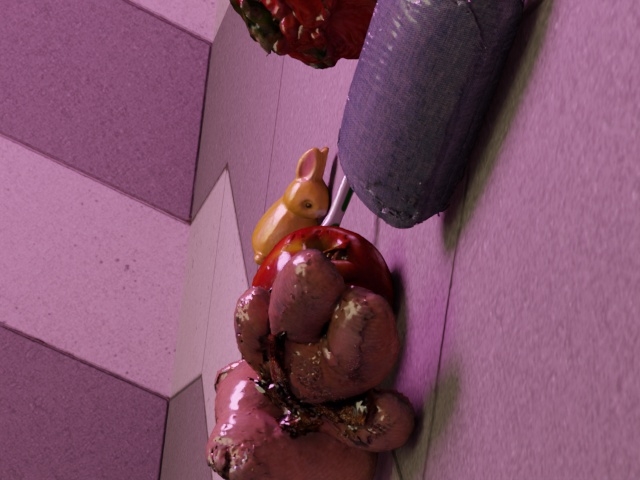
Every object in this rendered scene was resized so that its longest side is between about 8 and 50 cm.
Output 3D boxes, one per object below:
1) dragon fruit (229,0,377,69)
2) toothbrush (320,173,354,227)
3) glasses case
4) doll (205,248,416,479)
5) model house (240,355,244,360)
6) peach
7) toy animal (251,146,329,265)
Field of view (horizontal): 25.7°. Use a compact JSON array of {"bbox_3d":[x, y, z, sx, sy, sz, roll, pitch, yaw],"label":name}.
[{"bbox_3d":[0.021,-0.273,1.266,0.274,0.193,0.192,-62,9,-16],"label":"dragon fruit"},{"bbox_3d":[-0.001,-0.001,1.411,0.303,0.030,0.030,-67,12,-1],"label":"toothbrush"},{"bbox_3d":[0.080,-0.125,1.096,0.109,0.067,0.282,42,138,23],"label":"glasses case"},{"bbox_3d":[-0.025,0.136,1.215,0.156,0.201,0.303,-39,-22,-29],"label":"doll"},{"bbox_3d":[-0.022,0.112,1.462,0.152,0.106,0.165,152,120,-78],"label":"model house"},{"bbox_3d":[-0.004,0.054,1.337,0.172,0.127,0.092,115,160,-47],"label":"peach"},{"bbox_3d":[-0.025,-0.042,1.662,0.083,0.070,0.159,-31,-24,-52],"label":"toy animal"}]
